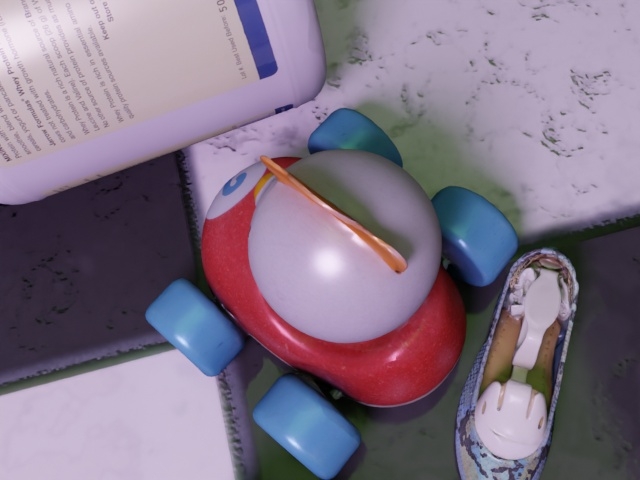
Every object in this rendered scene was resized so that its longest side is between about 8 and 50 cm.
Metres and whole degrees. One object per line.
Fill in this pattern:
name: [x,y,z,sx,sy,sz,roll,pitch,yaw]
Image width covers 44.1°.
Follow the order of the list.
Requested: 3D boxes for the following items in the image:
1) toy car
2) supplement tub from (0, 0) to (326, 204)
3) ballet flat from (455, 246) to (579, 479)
toy car: [0.000,0.000,0.498,0.210,0.238,0.219,38,77,19]
supplement tub: [-0.180,-0.166,0.585,0.324,0.235,0.236,-20,68,-2]
ballet flat: [0.135,0.088,0.541,0.070,0.070,0.189,12,71,11]
